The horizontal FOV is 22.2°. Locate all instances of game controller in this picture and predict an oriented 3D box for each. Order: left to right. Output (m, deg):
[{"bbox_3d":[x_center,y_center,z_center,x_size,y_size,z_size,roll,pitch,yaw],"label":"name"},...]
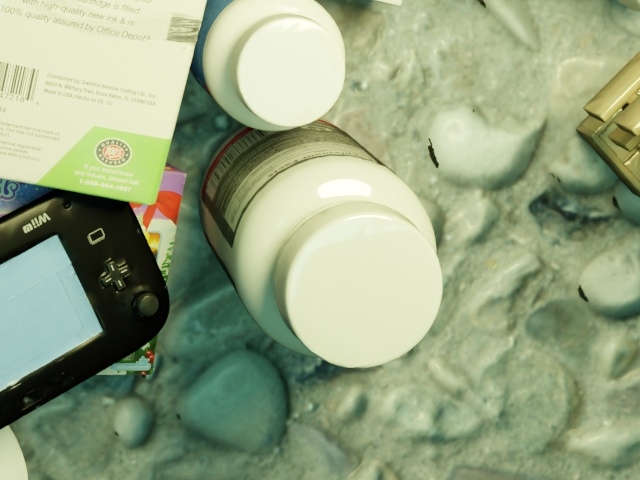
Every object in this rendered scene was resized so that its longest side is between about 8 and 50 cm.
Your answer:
[{"bbox_3d":[-0.286,0.076,1.403,0.319,0.067,0.166,-30,120,-21],"label":"game controller"}]

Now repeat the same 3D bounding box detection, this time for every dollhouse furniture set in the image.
[{"bbox_3d":[0.368,-0.106,1.526,0.161,0.242,0.212,-44,109,1],"label":"dollhouse furniture set"}]

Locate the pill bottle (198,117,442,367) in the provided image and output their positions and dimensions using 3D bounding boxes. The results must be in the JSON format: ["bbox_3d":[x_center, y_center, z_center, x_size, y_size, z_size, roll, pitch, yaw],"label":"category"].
[{"bbox_3d":[0.000,0.000,1.432,0.176,0.318,0.176,-3,106,-12],"label":"pill bottle"}]

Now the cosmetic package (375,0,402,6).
[{"bbox_3d":[-0.024,-0.423,1.438,0.284,0.097,0.377,11,102,-13],"label":"cosmetic package"}]

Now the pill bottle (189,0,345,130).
[{"bbox_3d":[-0.048,-0.164,1.430,0.124,0.221,0.124,-3,105,-11],"label":"pill bottle"}]

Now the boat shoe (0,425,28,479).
[{"bbox_3d":[-0.400,0.156,1.501,0.301,0.102,0.108,42,61,-20],"label":"boat shoe"}]

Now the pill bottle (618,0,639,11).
[{"bbox_3d":[0.342,-0.331,1.521,0.131,0.131,0.229,43,92,-19],"label":"pill bottle"}]

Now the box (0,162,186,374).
[{"bbox_3d":[-0.275,0.019,1.468,0.293,0.057,0.200,3,104,-33],"label":"box"}]

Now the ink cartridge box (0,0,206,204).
[{"bbox_3d":[-0.207,-0.188,1.362,0.198,0.115,0.272,11,109,-16],"label":"ink cartridge box"}]
